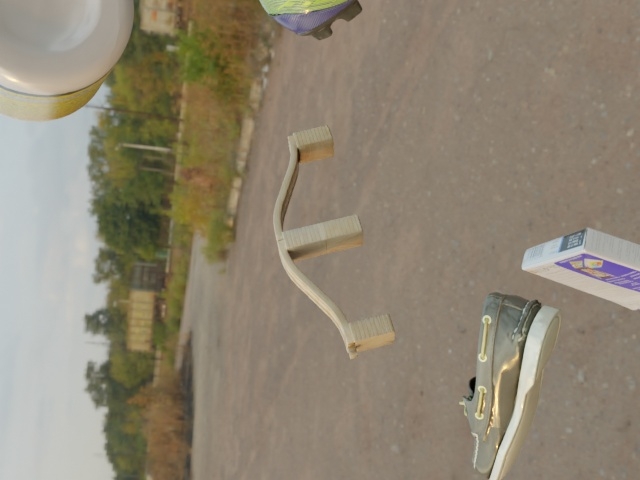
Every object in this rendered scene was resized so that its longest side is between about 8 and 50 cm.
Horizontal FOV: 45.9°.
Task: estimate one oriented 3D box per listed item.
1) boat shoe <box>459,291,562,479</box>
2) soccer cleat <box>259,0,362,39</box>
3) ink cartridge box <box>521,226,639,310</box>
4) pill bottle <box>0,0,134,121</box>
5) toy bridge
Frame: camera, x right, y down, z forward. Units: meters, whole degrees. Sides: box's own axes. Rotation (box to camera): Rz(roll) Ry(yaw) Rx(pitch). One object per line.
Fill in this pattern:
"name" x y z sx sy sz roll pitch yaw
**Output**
"boat shoe" 0.240 0.201 1.005 0.109 0.091 0.304 -37 -39 -46
"soccer cleat" 0.046 -0.315 0.731 0.289 0.121 0.093 -36 41 29
"ink cartridge box" 0.446 0.048 1.154 0.206 0.208 0.045 135 155 -76
"pill bottle" -0.339 -0.242 0.892 0.334 0.188 0.187 180 95 -67
"toy bridge" 0.000 0.000 0.557 0.026 0.063 0.188 86 170 -61
